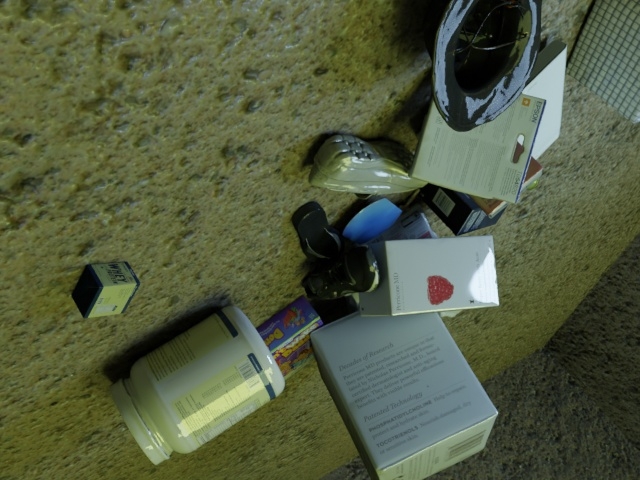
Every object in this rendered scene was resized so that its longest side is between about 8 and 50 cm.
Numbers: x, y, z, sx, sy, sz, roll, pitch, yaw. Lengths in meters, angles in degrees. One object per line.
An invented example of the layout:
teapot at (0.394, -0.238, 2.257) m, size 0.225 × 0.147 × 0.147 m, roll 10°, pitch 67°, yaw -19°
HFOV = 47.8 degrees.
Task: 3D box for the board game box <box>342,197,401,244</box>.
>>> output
board game box at (0.114, -0.054, 1.709) m, size 0.133 × 0.033 × 0.169 m, roll -40°, pitch 152°, yaw 13°

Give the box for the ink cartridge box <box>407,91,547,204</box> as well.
ink cartridge box at (0.311, -0.204, 1.444) m, size 0.045 × 0.224 × 0.223 m, roll -113°, pitch -141°, yaw -86°

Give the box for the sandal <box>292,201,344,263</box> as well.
sandal at (-0.001, 0.000, 1.624) m, size 0.097 × 0.054 × 0.254 m, roll -39°, pitch 153°, yaw 0°

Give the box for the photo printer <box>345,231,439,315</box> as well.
photo printer at (0.214, 0.110, 2.002) m, size 0.308 × 0.107 × 0.256 m, roll -32°, pitch 153°, yaw -11°

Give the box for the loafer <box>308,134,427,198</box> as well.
loafer at (0.104, -0.142, 1.484) m, size 0.320 × 0.112 × 0.111 m, roll 5°, pitch 136°, yaw -44°

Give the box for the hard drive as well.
hard drive at (0.493, -0.290, 1.689) m, size 0.203 × 0.040 × 0.307 m, roll -44°, pitch 149°, yaw -13°

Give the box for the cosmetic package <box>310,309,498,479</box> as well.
cosmetic package at (0.211, 0.402, 1.904) m, size 0.328 × 0.393 × 0.329 m, roll -24°, pitch 149°, yaw -8°

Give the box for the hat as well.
hat at (0.261, -0.365, 1.289) m, size 0.331 × 0.134 × 0.331 m, roll -28°, pitch 135°, yaw -33°

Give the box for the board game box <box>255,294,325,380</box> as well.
board game box at (-0.141, 0.312, 1.915) m, size 0.347 × 0.078 × 0.233 m, roll -36°, pitch 153°, yaw -5°

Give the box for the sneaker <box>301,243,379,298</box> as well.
sneaker at (0.041, 0.093, 1.694) m, size 0.124 × 0.107 × 0.283 m, roll -15°, pitch 168°, yaw -22°

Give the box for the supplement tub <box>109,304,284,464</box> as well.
supplement tub at (-0.269, 0.316, 1.590) m, size 0.325 × 0.235 × 0.235 m, roll -31°, pitch 152°, yaw -13°

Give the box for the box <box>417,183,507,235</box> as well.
box at (0.355, -0.108, 1.782) m, size 0.158 × 0.156 × 0.093 m, roll -15°, pitch 144°, yaw -38°

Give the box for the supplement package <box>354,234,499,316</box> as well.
supplement package at (0.254, 0.086, 1.745) m, size 0.293 × 0.177 × 0.175 m, roll -3°, pitch 176°, yaw -22°

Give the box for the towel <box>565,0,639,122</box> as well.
towel at (0.716, -0.435, 1.633) m, size 0.121 × 0.235 × 0.283 m, roll -34°, pitch 154°, yaw -22°

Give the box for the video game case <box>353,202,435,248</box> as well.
video game case at (0.203, 0.031, 1.844) m, size 0.201 × 0.023 × 0.183 m, roll -33°, pitch 114°, yaw -12°

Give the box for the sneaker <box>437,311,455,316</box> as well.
sneaker at (0.378, 0.144, 2.197) m, size 0.131 × 0.148 × 0.350 m, roll -35°, pitch 164°, yaw 2°

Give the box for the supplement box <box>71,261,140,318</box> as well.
supplement box at (-0.383, 0.088, 1.290) m, size 0.083 × 0.056 × 0.083 m, roll -3°, pitch 137°, yaw -48°

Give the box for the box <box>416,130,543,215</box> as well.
box at (0.339, -0.181, 1.538) m, size 0.149 × 0.232 × 0.127 m, roll -43°, pitch 169°, yaw 11°

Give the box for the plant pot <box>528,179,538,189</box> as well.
plant pot at (0.548, -0.177, 2.010) m, size 0.079 × 0.083 × 0.083 m, roll -8°, pitch 143°, yaw -24°

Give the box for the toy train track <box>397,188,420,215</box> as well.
toy train track at (0.216, -0.097, 1.788) m, size 0.048 × 0.014 × 0.083 m, roll 16°, pitch 116°, yaw -50°
